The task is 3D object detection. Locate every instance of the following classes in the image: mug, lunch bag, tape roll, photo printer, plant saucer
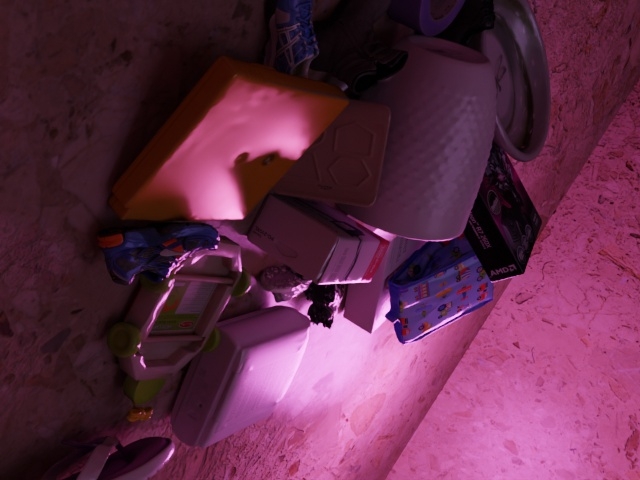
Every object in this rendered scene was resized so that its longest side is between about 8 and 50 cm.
[{"bbox_3d":[0.149,-0.207,1.707,0.374,0.276,0.328,2,117,-29],"label":"mug"},{"bbox_3d":[0.278,0.119,2.229,0.293,0.138,0.221,-34,141,-22],"label":"lunch bag"},{"bbox_3d":[0.203,-0.475,1.671,0.189,0.080,0.189,-43,151,-31],"label":"tape roll"},{"bbox_3d":[-0.146,0.263,1.844,0.307,0.107,0.256,-12,130,-60],"label":"photo printer"},{"bbox_3d":[0.401,-0.370,2.040,0.400,0.101,0.400,12,75,-56],"label":"plant saucer"}]

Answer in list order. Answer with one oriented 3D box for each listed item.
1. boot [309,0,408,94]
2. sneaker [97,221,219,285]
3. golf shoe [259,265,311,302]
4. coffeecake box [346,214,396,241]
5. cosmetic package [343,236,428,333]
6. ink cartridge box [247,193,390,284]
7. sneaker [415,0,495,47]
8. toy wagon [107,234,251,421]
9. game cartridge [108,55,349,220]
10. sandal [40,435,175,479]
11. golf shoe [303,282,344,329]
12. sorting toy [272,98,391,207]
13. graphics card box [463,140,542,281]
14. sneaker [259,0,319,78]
[{"bbox_3d":[0.081,-0.325,1.507,0.246,0.161,0.083,-42,152,-33],"label":"boot"},{"bbox_3d":[-0.240,0.018,1.368,0.221,0.083,0.087,-8,99,-49],"label":"sneaker"},{"bbox_3d":[-0.073,0.097,1.845,0.176,0.069,0.086,-6,130,-60],"label":"golf shoe"},{"bbox_3d":[0.089,-0.014,1.936,0.185,0.068,0.142,-39,162,18],"label":"coffeecake box"},{"bbox_3d":[0.191,0.007,2.216,0.284,0.097,0.377,-43,153,-38],"label":"cosmetic package"},{"bbox_3d":[0.000,0.000,1.730,0.237,0.172,0.100,4,115,-64],"label":"ink cartridge box"},{"bbox_3d":[0.297,-0.477,1.790,0.109,0.130,0.286,-15,130,-55],"label":"sneaker"},{"bbox_3d":[-0.254,0.146,1.544,0.344,0.068,0.267,-61,156,8],"label":"toy wagon"},{"bbox_3d":[-0.132,-0.139,1.357,0.285,0.052,0.324,-46,159,22],"label":"game cartridge"},{"bbox_3d":[-0.396,0.377,1.490,0.416,0.169,0.102,-18,94,-56],"label":"sandal"},{"bbox_3d":[0.011,0.108,2.029,0.198,0.077,0.094,95,20,-53],"label":"golf shoe"},{"bbox_3d":[0.014,-0.159,1.578,0.038,0.193,0.208,-79,177,-49],"label":"sorting toy"},{"bbox_3d":[0.370,-0.118,2.082,0.371,0.094,0.233,59,36,-19],"label":"graphics card box"},{"bbox_3d":[-0.034,-0.319,1.390,0.080,0.081,0.211,-37,149,-39],"label":"sneaker"}]
